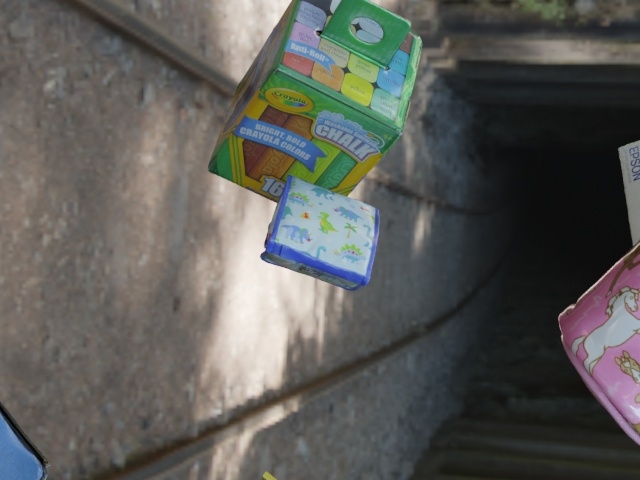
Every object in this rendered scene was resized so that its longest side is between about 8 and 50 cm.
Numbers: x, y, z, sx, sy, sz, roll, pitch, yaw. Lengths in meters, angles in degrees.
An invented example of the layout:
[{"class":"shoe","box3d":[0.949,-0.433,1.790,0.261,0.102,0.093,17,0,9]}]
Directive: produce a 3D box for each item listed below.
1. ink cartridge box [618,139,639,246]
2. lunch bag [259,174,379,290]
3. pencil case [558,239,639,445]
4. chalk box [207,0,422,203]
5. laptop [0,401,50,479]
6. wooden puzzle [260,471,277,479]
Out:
[{"class":"ink cartridge box","box3d":[0.537,-0.074,1.615,0.045,0.223,0.223,44,36,-42]},{"class":"lunch bag","box3d":[0.000,0.000,1.398,0.151,0.128,0.096,-87,-164,-70]},{"class":"pencil case","box3d":[0.370,0.005,0.885,0.167,0.386,0.160,42,14,-17]},{"class":"chalk box","box3d":[0.007,-0.190,1.472,0.289,0.180,0.179,-50,-160,50]},{"class":"laptop","box3d":[-0.454,0.141,0.669,0.407,0.382,0.236,-9,132,-49]},{"class":"wooden puzzle","box3d":[-0.014,0.255,1.075,0.014,0.116,0.078,-52,-177,-16]}]
